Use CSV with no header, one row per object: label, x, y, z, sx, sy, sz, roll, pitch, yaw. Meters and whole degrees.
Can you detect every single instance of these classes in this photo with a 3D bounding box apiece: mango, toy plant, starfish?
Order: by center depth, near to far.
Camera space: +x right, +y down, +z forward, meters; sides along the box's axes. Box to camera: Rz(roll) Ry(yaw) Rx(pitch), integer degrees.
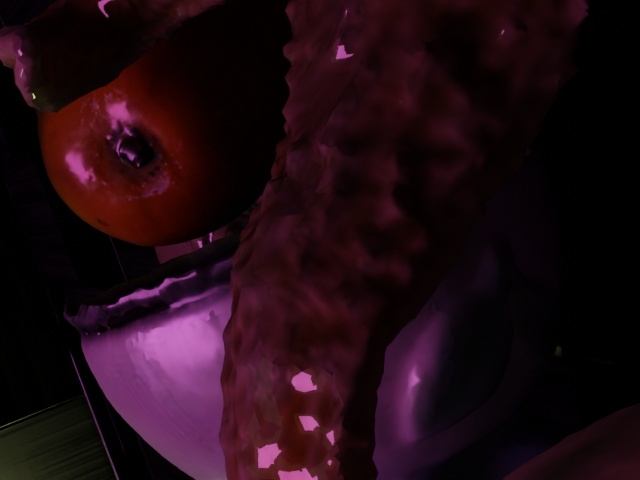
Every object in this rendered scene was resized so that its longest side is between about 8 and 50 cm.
starfish,0.045,-0.074,0.454,0.082,0.324,0.432,41,-174,-35
toy plant,0.055,0.133,0.769,0.332,0.247,0.247,67,164,-2
mango,-0.065,-0.103,0.862,0.146,0.129,0.289,-53,21,38

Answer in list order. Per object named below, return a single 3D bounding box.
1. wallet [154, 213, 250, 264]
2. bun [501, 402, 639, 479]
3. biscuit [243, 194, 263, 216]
wallet,-0.036,0.037,0.983,0.152,0.038,0.118,12,128,54
bun,0.184,0.190,0.437,0.364,0.202,0.364,58,167,22
biscuit,-0.002,-0.002,1.031,0.186,0.079,0.309,36,146,56
